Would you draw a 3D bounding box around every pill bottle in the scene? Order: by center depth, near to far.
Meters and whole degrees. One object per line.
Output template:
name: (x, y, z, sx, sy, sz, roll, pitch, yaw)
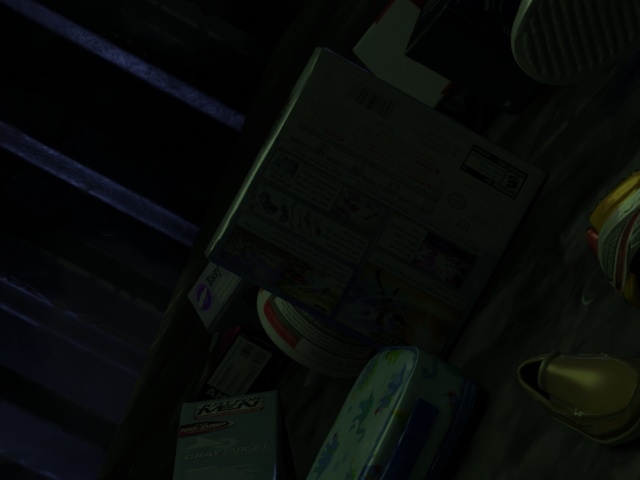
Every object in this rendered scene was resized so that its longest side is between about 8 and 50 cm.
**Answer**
pill bottle: (0.060, 0.007, 2.053, 0.283, 0.161, 0.161, -55, 12, 32)

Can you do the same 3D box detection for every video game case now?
video game case: (0.055, -0.028, 1.860, 0.244, 0.269, 0.061, -61, 9, 2)

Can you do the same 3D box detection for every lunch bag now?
lunch bag: (0.059, 0.210, 1.719, 0.219, 0.090, 0.176, -64, 9, -11)

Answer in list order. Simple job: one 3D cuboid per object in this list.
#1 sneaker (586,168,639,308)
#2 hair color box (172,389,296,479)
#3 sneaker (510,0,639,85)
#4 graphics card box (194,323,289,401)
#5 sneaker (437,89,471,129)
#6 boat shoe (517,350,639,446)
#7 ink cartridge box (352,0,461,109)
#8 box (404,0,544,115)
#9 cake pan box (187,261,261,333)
sneaker: (0.288, -0.035, 1.321, 0.225, 0.088, 0.092, -54, 33, 35)
hair color box: (-0.079, 0.312, 1.825, 0.374, 0.114, 0.185, -95, -4, -71)
sneaker: (0.305, -0.291, 1.756, 0.321, 0.126, 0.127, -48, 18, 15)
graphics card box: (-0.049, 0.061, 2.643, 0.371, 0.094, 0.233, -57, 11, 27)
sneaker: (0.150, -0.179, 2.335, 0.106, 0.078, 0.234, -49, 18, 41)
boat shoe: (0.195, 0.111, 1.358, 0.068, 0.072, 0.190, -64, 11, -13)
ink cartridge box: (0.157, -0.259, 2.227, 0.176, 0.127, 0.128, -40, -7, -42)
box: (0.209, -0.275, 2.099, 0.108, 0.153, 0.207, -47, 19, 53)
cake pan box: (0.000, 0.000, 2.231, 0.070, 0.267, 0.245, 58, 135, 24)
